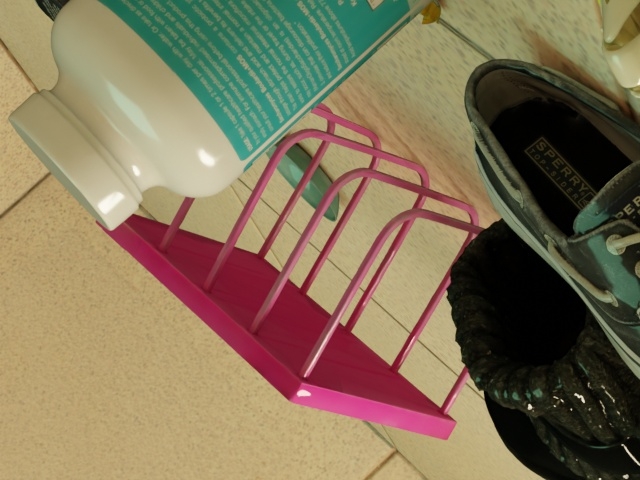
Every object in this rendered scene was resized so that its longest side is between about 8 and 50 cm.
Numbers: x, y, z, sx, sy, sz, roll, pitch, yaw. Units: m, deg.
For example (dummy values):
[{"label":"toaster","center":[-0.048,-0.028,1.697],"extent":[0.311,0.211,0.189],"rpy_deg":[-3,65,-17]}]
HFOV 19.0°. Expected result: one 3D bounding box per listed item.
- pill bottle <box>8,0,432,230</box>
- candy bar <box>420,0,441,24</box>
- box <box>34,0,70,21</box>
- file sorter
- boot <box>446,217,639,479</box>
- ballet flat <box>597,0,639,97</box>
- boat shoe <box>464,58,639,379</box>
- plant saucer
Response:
[{"label":"pill bottle","center":[-0.059,-0.127,1.147],"extent":[0.146,0.264,0.146],"rpy_deg":[46,171,9]},{"label":"candy bar","center":[0.024,-0.194,1.268],"extent":[0.161,0.018,0.040],"rpy_deg":[43,171,31]},{"label":"box","center":[-0.125,-0.199,1.532],"extent":[0.207,0.153,0.108],"rpy_deg":[45,172,20]},{"label":"file sorter","center":[0.000,0.000,1.588],"extent":[0.202,0.182,0.291],"rpy_deg":[18,-164,-47]},{"label":"boot","center":[0.165,0.082,1.318],"extent":[0.260,0.131,0.348],"rpy_deg":[38,173,-29]},{"label":"ballet flat","center":[0.168,-0.090,0.826],"extent":[0.077,0.077,0.231],"rpy_deg":[52,170,-34]},{"label":"boat shoe","center":[0.186,-0.003,1.080],"extent":[0.301,0.108,0.102],"rpy_deg":[50,176,36]},{"label":"plant saucer","center":[-0.017,-0.071,2.026],"extent":[0.119,0.021,0.119],"rpy_deg":[46,171,10]}]
